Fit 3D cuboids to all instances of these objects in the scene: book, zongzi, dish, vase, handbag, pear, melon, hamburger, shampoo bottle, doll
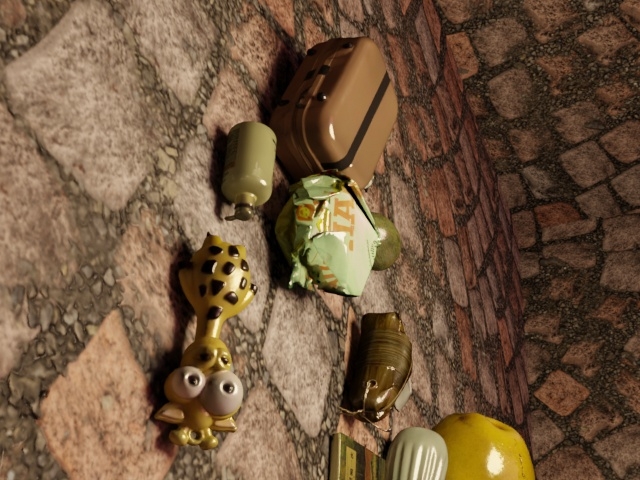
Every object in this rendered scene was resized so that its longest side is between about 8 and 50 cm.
[{"bbox_3d":[0.070,0.461,1.375,0.228,0.024,0.160,48,39,-51],"label":"book"},{"bbox_3d":[0.135,0.305,1.509,0.247,0.111,0.241,-73,149,-41],"label":"zongzi"},{"bbox_3d":[0.185,0.319,1.695,0.091,0.039,0.137,-5,82,-68],"label":"dish"},{"bbox_3d":[0.184,0.509,1.504,0.128,0.128,0.248,58,38,-40],"label":"vase"},{"bbox_3d":[0.045,-0.215,1.440,0.283,0.149,0.301,63,38,-39],"label":"handbag"},{"bbox_3d":[0.326,0.554,1.664,0.336,0.285,0.285,-54,140,-12],"label":"pear"},{"bbox_3d":[0.111,0.000,1.588,0.167,0.114,0.114,47,38,-52],"label":"melon"},{"bbox_3d":[0.000,0.003,1.304,0.214,0.125,0.235,50,62,-33],"label":"hamburger"},{"bbox_3d":[-0.112,-0.103,1.153,0.079,0.079,0.162,49,35,-49],"label":"shampoo bottle"},{"bbox_3d":[-0.144,0.122,0.963,0.117,0.086,0.291,17,57,-19],"label":"doll"}]

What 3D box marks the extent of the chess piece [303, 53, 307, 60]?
[{"bbox_3d":[-0.019,-0.324,1.524,0.059,0.059,0.149,56,36,-42],"label":"chess piece"}]
